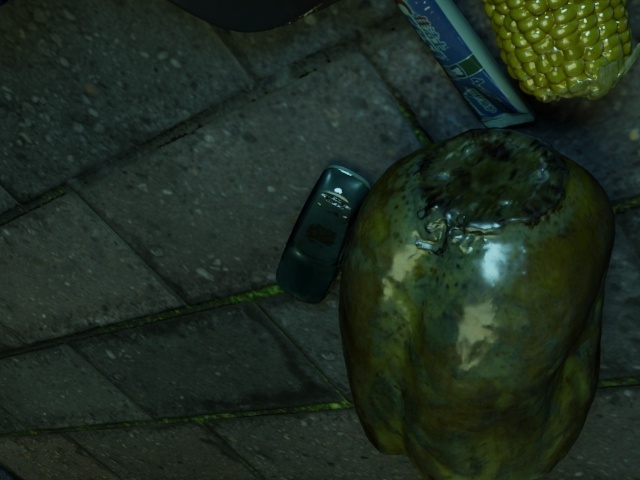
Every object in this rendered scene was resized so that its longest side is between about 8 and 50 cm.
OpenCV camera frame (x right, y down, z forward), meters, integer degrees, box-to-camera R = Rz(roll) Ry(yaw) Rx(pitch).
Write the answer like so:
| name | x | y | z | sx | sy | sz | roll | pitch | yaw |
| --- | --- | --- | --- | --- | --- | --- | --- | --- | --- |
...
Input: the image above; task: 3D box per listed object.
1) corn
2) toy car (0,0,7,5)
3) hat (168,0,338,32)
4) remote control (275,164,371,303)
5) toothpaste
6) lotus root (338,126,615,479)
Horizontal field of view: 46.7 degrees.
| name | x | y | z | sx | sy | sz | roll | pitch | yaw |
| --- | --- | --- | --- | --- | --- | --- | --- | --- | --- |
| corn | 0.140 | -0.209 | 0.494 | 0.091 | 0.091 | 0.260 | -18 | 121 | 20 |
| toy car | -0.325 | -0.285 | 0.622 | 0.172 | 0.158 | 0.235 | 40 | 139 | -14 |
| hat | -0.096 | -0.291 | 0.512 | 0.336 | 0.209 | 0.238 | 12 | 172 | -38 |
| remote control | 0.000 | 0.000 | 0.838 | 0.072 | 0.042 | 0.222 | 28 | 141 | 4 |
| toothpaste | 0.106 | -0.165 | 0.606 | 0.197 | 0.035 | 0.057 | 47 | 153 | -24 |
| lotus root | 0.140 | 0.061 | 0.676 | 0.250 | 0.250 | 0.346 | 13 | 138 | 18 |
